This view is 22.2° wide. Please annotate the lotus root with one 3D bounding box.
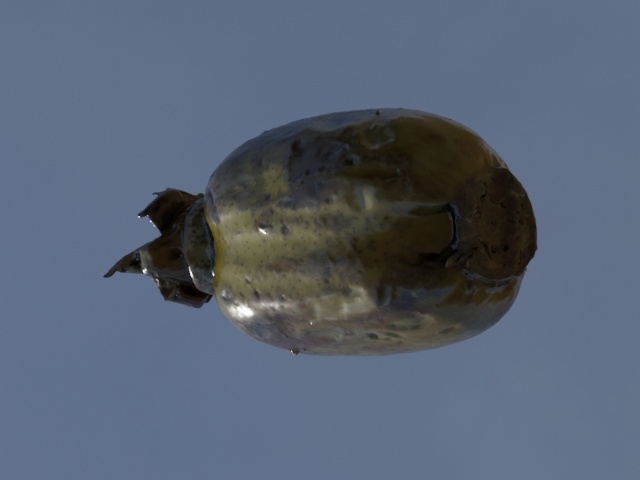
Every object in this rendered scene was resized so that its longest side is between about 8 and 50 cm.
[{"bbox_3d":[0.001,-0.001,0.998,0.154,0.278,0.154,16,-109,-55],"label":"lotus root"}]
